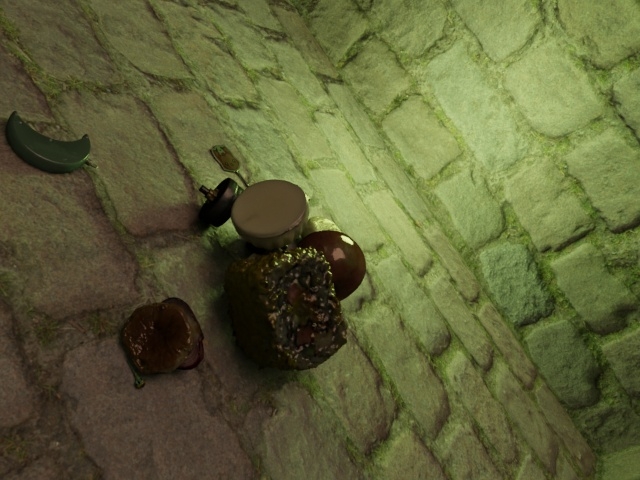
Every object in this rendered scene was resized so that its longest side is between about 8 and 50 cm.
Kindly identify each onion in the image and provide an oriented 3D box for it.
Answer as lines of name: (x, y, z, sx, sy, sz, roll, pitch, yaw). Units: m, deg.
onion: (-0.397, 0.263, 1.443, 0.098, 0.151, 0.206, 81, -5, -75)

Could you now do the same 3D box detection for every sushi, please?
sushi: (-0.097, 0.216, 1.660, 0.351, 0.240, 0.396, -17, 95, -45)

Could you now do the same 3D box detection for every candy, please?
candy: (-0.477, 0.342, 1.333, 0.083, 0.025, 0.023, 51, 2, 13)

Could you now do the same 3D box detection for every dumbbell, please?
dumbbell: (-0.271, -0.076, 1.868, 0.388, 0.185, 0.185, 37, 34, -25)

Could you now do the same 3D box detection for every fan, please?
fan: (-0.362, -0.307, 2.145, 0.220, 0.009, 0.132, 51, 31, -2)

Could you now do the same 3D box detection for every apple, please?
apple: (0.035, 0.105, 1.990, 0.305, 0.306, 0.235, 31, 36, -32)

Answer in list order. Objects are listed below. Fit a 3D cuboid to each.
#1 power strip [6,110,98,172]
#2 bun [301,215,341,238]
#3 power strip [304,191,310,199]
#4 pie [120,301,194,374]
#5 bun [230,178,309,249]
power strip: (-0.774, -0.271, 1.514, 0.253, 0.054, 0.167, 17, 48, -44)
bun: (0.000, 0.000, 2.201, 0.220, 0.134, 0.220, 32, 32, -22)
power strip: (-0.122, -0.152, 2.257, 0.044, 0.064, 0.305, 48, 31, 4)
pie: (-0.424, 0.252, 1.370, 0.195, 0.046, 0.195, 1, 72, -5)
bun: (-0.156, -0.059, 1.724, 0.175, 0.263, 0.263, 80, 2, -50)
